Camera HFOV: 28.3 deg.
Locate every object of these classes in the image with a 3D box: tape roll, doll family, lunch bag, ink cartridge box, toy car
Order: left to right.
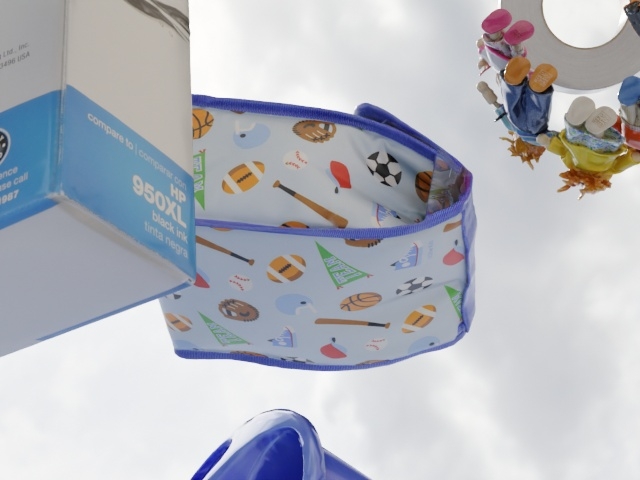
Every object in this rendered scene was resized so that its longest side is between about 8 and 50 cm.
[{"bbox_3d":[-0.259,-0.123,1.018,0.166,0.285,0.394,37,-139,-49],"label":"ink cartridge box"},{"bbox_3d":[0.000,0.000,1.561,0.386,0.328,0.239,7,-123,12],"label":"lunch bag"},{"bbox_3d":[0.252,-0.127,1.372,0.263,0.163,0.118,32,-104,23],"label":"doll family"},{"bbox_3d":[0.342,-0.302,1.653,0.219,0.219,0.072,39,-177,2],"label":"tape roll"},{"bbox_3d":[0.249,-0.211,1.003,0.122,0.060,0.040,46,-111,-9],"label":"toy car"}]

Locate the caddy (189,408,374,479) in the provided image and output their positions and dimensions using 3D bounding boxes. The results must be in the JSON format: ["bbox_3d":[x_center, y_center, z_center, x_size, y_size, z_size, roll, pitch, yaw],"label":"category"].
[{"bbox_3d":[-0.061,0.274,0.789,0.179,0.241,0.341,31,-117,-19],"label":"caddy"}]
